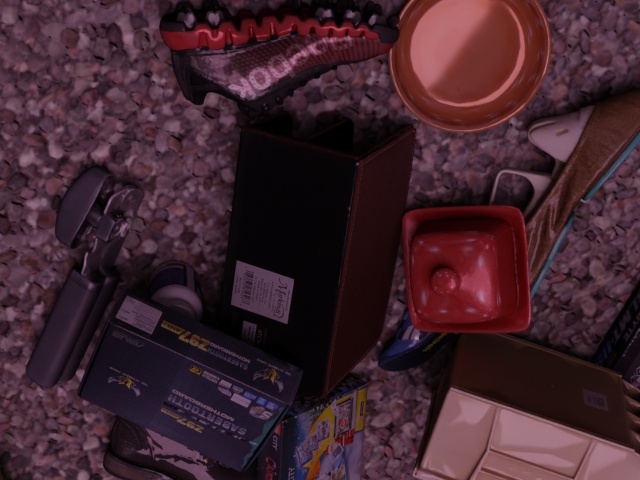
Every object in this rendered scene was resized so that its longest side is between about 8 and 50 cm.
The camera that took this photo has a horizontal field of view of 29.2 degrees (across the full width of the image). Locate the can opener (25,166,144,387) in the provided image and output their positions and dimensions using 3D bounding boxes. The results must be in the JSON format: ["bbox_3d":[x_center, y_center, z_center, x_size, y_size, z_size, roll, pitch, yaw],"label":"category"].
[{"bbox_3d":[-0.304,0.044,1.521,0.095,0.076,0.283,33,108,15],"label":"can opener"}]

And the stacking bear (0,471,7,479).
[{"bbox_3d":[-0.478,0.325,1.559,0.164,0.175,0.289,-16,106,1],"label":"stacking bear"}]

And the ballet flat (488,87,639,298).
[{"bbox_3d":[0.287,-0.072,1.534,0.124,0.116,0.342,32,109,2],"label":"ballet flat"}]

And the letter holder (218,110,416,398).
[{"bbox_3d":[0.000,0.000,1.504,0.152,0.214,0.301,17,113,20],"label":"letter holder"}]

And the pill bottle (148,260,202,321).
[{"bbox_3d":[-0.179,0.077,1.510,0.067,0.120,0.067,-3,112,-6],"label":"pill bottle"}]

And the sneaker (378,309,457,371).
[{"bbox_3d":[0.130,0.119,1.609,0.144,0.059,0.053,-40,142,21],"label":"sneaker"}]

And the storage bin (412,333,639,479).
[{"bbox_3d":[0.268,0.229,1.521,0.260,0.262,0.123,19,106,5],"label":"storage bin"}]

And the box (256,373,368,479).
[{"bbox_3d":[-0.014,0.306,1.621,0.159,0.044,0.233,-17,120,-43],"label":"box"}]

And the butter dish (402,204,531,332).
[{"bbox_3d":[0.165,0.042,1.486,0.160,0.118,0.160,-2,97,22],"label":"butter dish"}]

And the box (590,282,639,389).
[{"bbox_3d":[0.512,0.212,1.687,0.293,0.073,0.295,23,108,-15],"label":"box"}]

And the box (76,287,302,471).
[{"bbox_3d":[-0.159,0.171,1.460,0.233,0.059,0.183,26,139,-5],"label":"box"}]

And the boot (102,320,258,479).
[{"bbox_3d":[-0.157,0.214,1.586,0.263,0.091,0.229,10,111,-9],"label":"boot"}]

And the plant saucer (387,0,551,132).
[{"bbox_3d":[0.177,-0.229,1.479,0.200,0.037,0.200,-3,113,-7],"label":"plant saucer"}]

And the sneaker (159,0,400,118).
[{"bbox_3d":[-0.044,-0.212,1.424,0.276,0.097,0.135,-4,112,-4],"label":"sneaker"}]
